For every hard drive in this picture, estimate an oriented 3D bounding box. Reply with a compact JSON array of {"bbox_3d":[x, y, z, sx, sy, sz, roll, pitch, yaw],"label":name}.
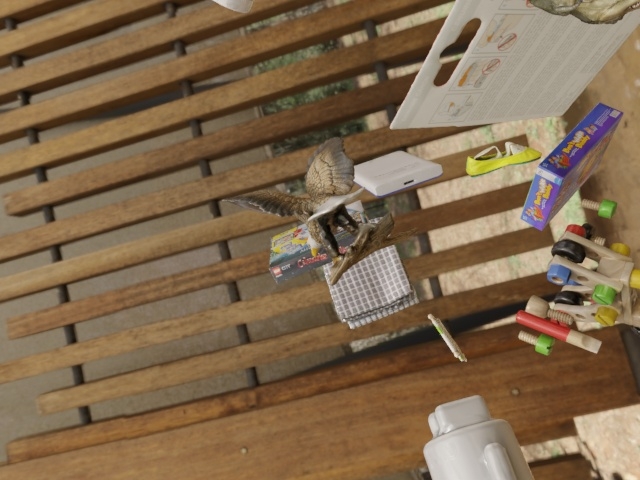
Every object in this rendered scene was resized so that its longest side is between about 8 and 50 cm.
[{"bbox_3d":[0.222,-0.216,1.696,0.318,0.210,0.040,-127,18,-69],"label":"hard drive"}]

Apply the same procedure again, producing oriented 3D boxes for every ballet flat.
[{"bbox_3d":[0.557,-0.257,1.637,0.077,0.231,0.077,-88,-18,-70],"label":"ballet flat"}]

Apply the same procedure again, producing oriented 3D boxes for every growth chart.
[{"bbox_3d":[0.405,0.309,1.689,0.172,0.021,0.237,58,-171,19],"label":"growth chart"}]

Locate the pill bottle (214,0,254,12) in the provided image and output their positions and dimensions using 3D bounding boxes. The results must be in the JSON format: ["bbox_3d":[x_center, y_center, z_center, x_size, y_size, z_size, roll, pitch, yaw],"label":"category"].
[{"bbox_3d":[-0.153,-0.639,1.139,0.152,0.152,0.272,-94,29,-54],"label":"pill bottle"}]

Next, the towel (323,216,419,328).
[{"bbox_3d":[0.130,0.089,1.566,0.121,0.235,0.283,70,180,-64],"label":"towel"}]

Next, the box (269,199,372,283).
[{"bbox_3d":[0.000,0.000,1.199,0.159,0.233,0.044,-97,-17,-64],"label":"box"}]

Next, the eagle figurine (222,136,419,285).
[{"bbox_3d":[-0.016,-0.062,0.963,0.226,0.225,0.298,2,-140,-51],"label":"eagle figurine"}]

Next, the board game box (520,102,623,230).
[{"bbox_3d":[0.749,-0.220,1.609,0.078,0.347,0.233,36,153,27],"label":"board game box"}]

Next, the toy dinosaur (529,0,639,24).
[{"bbox_3d":[0.199,-0.274,0.528,0.118,0.268,0.064,-31,-34,-80],"label":"toy dinosaur"}]

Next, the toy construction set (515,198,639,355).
[{"bbox_3d":[0.533,0.117,0.983,0.309,0.237,0.257,-36,-47,-36],"label":"toy construction set"}]

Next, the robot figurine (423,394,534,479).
[{"bbox_3d":[0.345,0.517,1.128,0.300,0.200,0.353,87,167,-59],"label":"robot figurine"}]

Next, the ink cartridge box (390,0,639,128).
[{"bbox_3d":[0.308,-0.315,0.824,0.308,0.385,0.091,116,138,-53],"label":"ink cartridge box"}]
